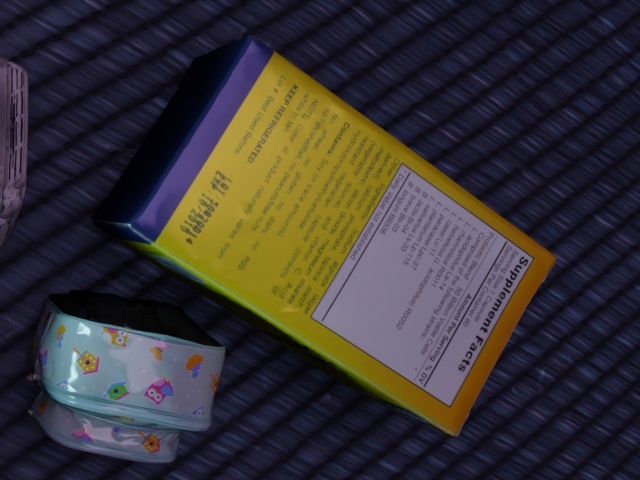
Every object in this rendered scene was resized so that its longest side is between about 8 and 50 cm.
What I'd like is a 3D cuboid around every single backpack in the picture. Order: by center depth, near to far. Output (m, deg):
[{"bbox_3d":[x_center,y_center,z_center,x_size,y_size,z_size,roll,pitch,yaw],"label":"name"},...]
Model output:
[{"bbox_3d":[-0.172,0.118,1.007,0.166,0.188,0.144,17,80,-20],"label":"backpack"}]

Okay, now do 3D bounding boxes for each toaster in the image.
[{"bbox_3d":[-0.334,-0.083,0.983,0.146,0.129,0.227,7,59,-24],"label":"toaster"}]

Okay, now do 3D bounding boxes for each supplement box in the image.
[{"bbox_3d":[0.000,0.000,1.063,0.356,0.195,0.194,35,81,-18],"label":"supplement box"}]
